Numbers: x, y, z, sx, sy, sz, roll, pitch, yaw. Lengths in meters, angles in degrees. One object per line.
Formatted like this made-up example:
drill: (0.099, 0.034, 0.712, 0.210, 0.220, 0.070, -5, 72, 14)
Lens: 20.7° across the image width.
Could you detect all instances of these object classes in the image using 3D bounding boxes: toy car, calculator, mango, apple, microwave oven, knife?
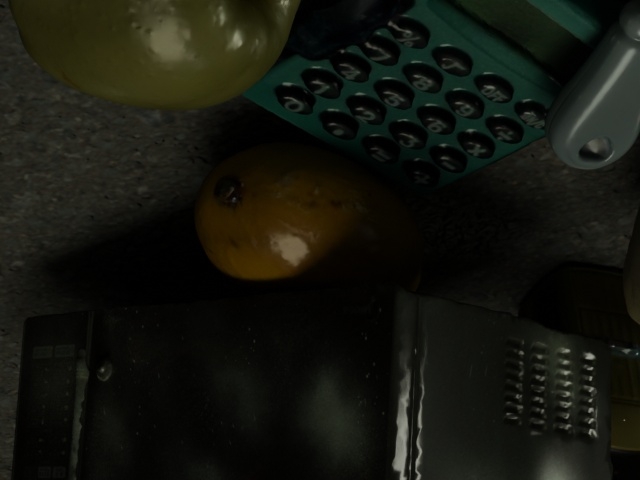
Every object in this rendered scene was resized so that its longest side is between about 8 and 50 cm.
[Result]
toy car: (0.251, 0.152, 1.608, 0.101, 0.256, 0.124, 9, 142, -17)
calculator: (0.090, -0.135, 1.323, 0.274, 0.058, 0.248, -28, 140, 35)
mango: (0.000, 0.000, 1.463, 0.177, 0.119, 0.317, -3, 165, 22)
apple: (-0.106, -0.172, 1.132, 0.200, 0.200, 0.200, -3, 148, -2)
microwave oven: (-0.005, 0.191, 1.512, 0.432, 0.236, 0.374, -6, 165, 40)
knife: (0.255, -0.180, 1.228, 0.080, 0.044, 0.331, 8, 130, -24)

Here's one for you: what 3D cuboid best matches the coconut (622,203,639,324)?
coconut: (0.353, 0.005, 1.439, 0.237, 0.197, 0.237, -3, 156, -2)
